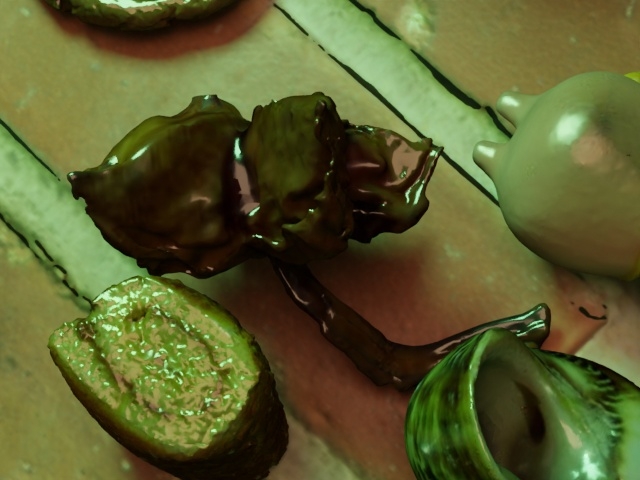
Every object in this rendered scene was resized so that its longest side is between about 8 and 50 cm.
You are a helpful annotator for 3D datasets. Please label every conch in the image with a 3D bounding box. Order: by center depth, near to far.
[{"bbox_3d":[0.134,0.139,0.892,0.181,0.124,0.187,42,34,-2],"label":"conch"}]

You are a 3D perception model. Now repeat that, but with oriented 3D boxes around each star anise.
[{"bbox_3d":[0.006,-0.009,0.935,0.346,0.237,0.148,27,71,-22],"label":"star anise"}]

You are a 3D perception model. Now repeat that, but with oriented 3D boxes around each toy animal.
[{"bbox_3d":[0.223,-0.031,0.958,0.248,0.149,0.165,21,86,20],"label":"toy animal"}]

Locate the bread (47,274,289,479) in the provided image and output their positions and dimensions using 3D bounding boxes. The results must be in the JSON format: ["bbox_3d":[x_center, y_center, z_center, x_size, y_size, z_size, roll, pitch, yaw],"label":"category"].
[{"bbox_3d":[-0.088,0.093,0.912,0.132,0.172,0.103,36,77,14],"label":"bread"}]

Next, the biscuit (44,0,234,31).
[{"bbox_3d":[-0.137,-0.256,1.107,0.226,0.042,0.226,-1,69,3],"label":"biscuit"}]
